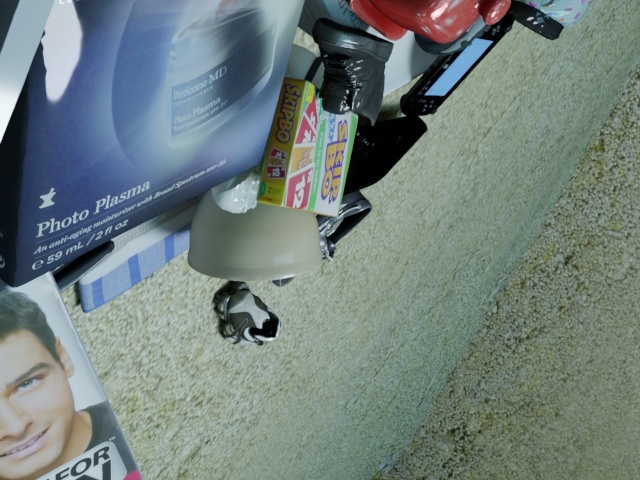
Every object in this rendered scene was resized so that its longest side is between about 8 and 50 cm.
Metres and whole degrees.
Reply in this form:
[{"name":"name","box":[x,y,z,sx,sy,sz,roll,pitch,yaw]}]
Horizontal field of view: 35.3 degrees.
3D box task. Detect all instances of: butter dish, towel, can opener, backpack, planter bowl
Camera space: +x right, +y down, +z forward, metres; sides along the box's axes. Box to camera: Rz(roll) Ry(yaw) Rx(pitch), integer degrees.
[{"name":"butter dish","box":[0.125,-0.244,0.941,0.160,0.118,0.160,-54,160,11]},{"name":"towel","box":[-0.195,-0.051,1.152,0.209,0.034,0.285,-36,155,-33]},{"name":"can opener","box":[-0.293,0.048,1.053,0.186,0.073,0.059,-38,149,-28]},{"name":"backpack","box":[0.387,-0.422,1.628,0.182,0.115,0.152,-60,155,15]},{"name":"planter bowl","box":[-0.078,-0.029,1.193,0.162,0.162,0.109,-23,118,-52]}]

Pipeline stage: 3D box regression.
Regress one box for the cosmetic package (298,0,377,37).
[{"name":"cosmetic package","box":[0.078,-0.390,0.980,0.385,0.156,0.217,-52,161,-1]}]

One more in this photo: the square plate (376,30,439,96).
[{"name":"square plate","box":[0.138,-0.349,1.325,0.347,0.049,0.344,-35,153,-37]}]

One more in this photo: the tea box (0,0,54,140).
[{"name":"tea box","box":[-0.289,-0.180,0.300,0.329,0.324,0.219,1,115,-66]}]

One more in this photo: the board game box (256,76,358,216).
[{"name":"board game box","box":[-0.006,-0.092,1.084,0.259,0.039,0.124,3,99,-78]}]

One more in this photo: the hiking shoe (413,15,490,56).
[{"name":"hiking shoe","box":[0.177,-0.361,1.215,0.132,0.113,0.304,6,133,-30]}]

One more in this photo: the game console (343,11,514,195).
[{"name":"game console","box":[0.140,-0.199,1.476,0.361,0.044,0.213,-48,168,28]}]

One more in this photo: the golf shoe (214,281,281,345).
[{"name":"golf shoe","box":[-0.105,0.136,1.564,0.077,0.094,0.198,-48,161,-12]}]

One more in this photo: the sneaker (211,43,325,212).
[{"name":"sneaker","box":[-0.070,-0.128,1.108,0.235,0.095,0.090,-61,176,-35]}]

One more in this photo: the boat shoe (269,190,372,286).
[{"name":"boat shoe","box":[0.000,0.000,1.593,0.206,0.065,0.075,-49,159,-5]}]

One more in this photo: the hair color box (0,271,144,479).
[{"name":"hair color box","box":[-0.307,0.165,0.971,0.185,0.113,0.374,-28,135,-17]}]

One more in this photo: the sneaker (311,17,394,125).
[{"name":"sneaker","box":[0.027,-0.158,0.970,0.170,0.051,0.089,-12,129,-66]}]

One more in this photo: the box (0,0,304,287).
[{"name":"box","box":[-0.171,-0.166,0.803,0.296,0.183,0.294,-33,152,-42]}]
